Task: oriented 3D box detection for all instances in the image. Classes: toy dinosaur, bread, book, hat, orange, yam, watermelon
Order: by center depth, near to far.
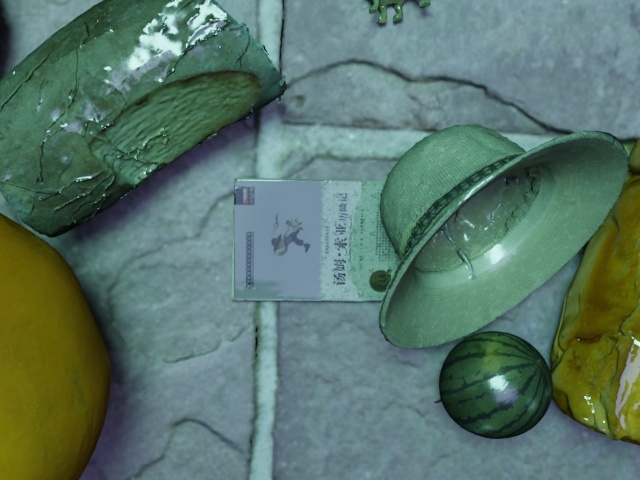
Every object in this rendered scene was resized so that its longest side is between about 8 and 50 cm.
[{"bbox_3d":[-0.327,0.114,0.494,0.311,0.312,0.313,0,97,-4],"label":"orange"},{"bbox_3d":[-0.171,-0.129,0.551,0.254,0.154,0.154,-32,98,4],"label":"yam"},{"bbox_3d":[0.133,-0.031,0.573,0.257,0.257,0.130,-34,56,1],"label":"hat"},{"bbox_3d":[0.336,0.053,0.609,0.166,0.132,0.295,15,95,-6],"label":"bread"},{"bbox_3d":[0.082,-0.249,0.610,0.119,0.029,0.061,-11,81,-5],"label":"toy dinosaur"},{"bbox_3d":[0.165,0.148,0.631,0.133,0.105,0.105,-29,100,39],"label":"watermelon"},{"bbox_3d":[0.000,0.000,0.640,0.181,0.014,0.127,1,97,-4],"label":"book"}]
